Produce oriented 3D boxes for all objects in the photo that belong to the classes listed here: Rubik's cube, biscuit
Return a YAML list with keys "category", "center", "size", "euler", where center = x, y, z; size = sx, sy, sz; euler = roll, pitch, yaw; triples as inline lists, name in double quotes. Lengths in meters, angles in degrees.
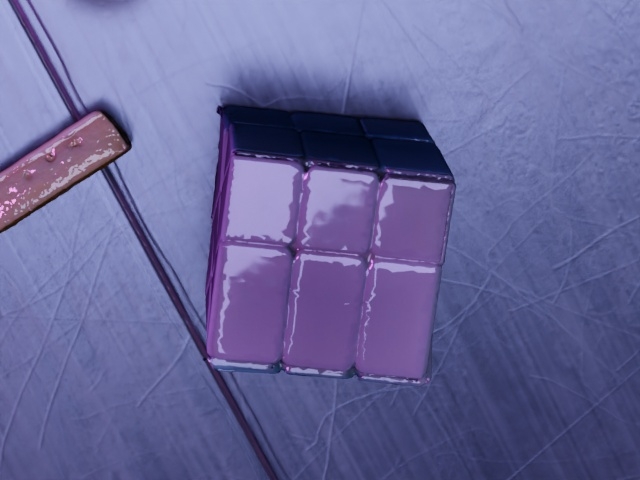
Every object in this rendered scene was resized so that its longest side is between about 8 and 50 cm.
- category: "Rubik's cube"
  center: [0.000, 0.000, 1.866]
  size: [0.224, 0.231, 0.221]
  euler: [5, 107, -6]
- category: "biscuit"
  center: [-0.287, -0.069, 1.920]
  size: [0.188, 0.052, 0.056]
  euler: [-31, 90, 6]
